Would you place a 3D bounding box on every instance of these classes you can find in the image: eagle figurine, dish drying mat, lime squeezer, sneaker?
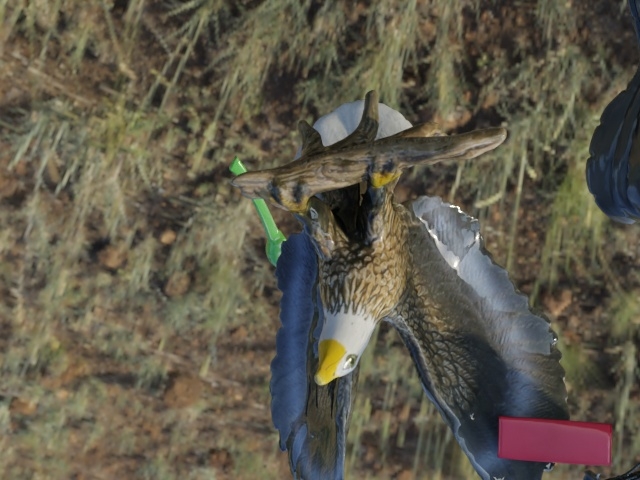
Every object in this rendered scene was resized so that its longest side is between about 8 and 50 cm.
[{"bbox_3d":[0.043,0.055,0.762,0.226,0.225,0.298,26,145,49],"label":"eagle figurine"},{"bbox_3d":[0.176,0.150,0.743,0.083,0.032,0.008,2,174,10],"label":"dish drying mat"},{"bbox_3d":[0.000,0.000,1.286,0.310,0.109,0.059,24,-179,-21],"label":"lime squeezer"},{"bbox_3d":[0.297,-0.145,0.745,0.109,0.286,0.130,2,-171,-29],"label":"sneaker"}]

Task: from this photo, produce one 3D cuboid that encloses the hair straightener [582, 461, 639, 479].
[{"bbox_3d":[0.306,0.286,1.060,0.231,0.047,0.089,-14,122,-12],"label":"hair straightener"}]
